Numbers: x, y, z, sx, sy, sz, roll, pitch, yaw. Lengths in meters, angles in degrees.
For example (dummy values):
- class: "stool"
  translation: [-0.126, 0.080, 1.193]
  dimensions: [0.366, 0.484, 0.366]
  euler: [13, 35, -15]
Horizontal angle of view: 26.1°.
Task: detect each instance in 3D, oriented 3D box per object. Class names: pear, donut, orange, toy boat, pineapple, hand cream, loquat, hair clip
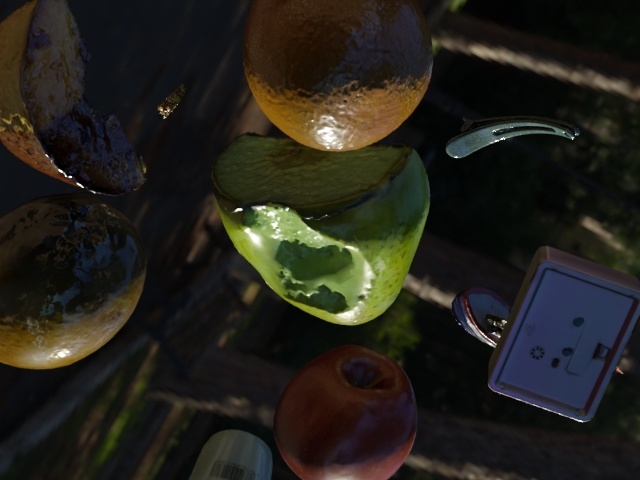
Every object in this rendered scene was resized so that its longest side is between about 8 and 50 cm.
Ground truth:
- class: "pear"
  translation: [0.000, 0.000, 1.750]
  dimensions: [0.159, 0.292, 0.292]
  euler: [-59, 178, -35]
- class: "donut"
  translation: [-0.343, -0.153, 1.733]
  dimensions: [0.151, 0.112, 0.295]
  euler: [-55, 132, -42]
- class: "orange"
  translation: [0.016, -0.189, 1.358]
  dimensions: [0.206, 0.206, 0.206]
  euler: [-61, 179, -2]
- class: "toy boat"
  translation: [0.362, 0.160, 2.260]
  dimensions: [0.072, 0.318, 0.219]
  euler: [-62, 151, -12]
- class: "pineapple"
  translation: [-0.215, -0.198, 1.986]
  dimensions: [0.045, 0.019, 0.083]
  euler: [-42, -168, 15]
- class: "hand cream"
  translation: [-0.101, 0.296, 1.270]
  dimensions: [0.320, 0.109, 0.067]
  euler: [-77, -168, -56]
- class: "loquat"
  translation: [-0.286, 0.043, 1.477]
  dimensions: [0.227, 0.179, 0.179]
  euler: [-26, -160, 33]
- class: "hair clip"
  translation: [0.277, -0.158, 1.961]
  dimensions: [0.230, 0.039, 0.070]
  euler: [-4, -134, 50]

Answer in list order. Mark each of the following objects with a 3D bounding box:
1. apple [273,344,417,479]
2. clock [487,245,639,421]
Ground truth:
- class: "apple"
  translation: [0.042, 0.278, 2.138]
  dimensions: [0.218, 0.218, 0.201]
  euler: [-60, 171, -54]
- class: "clock"
  translation: [0.318, 0.122, 1.795]
  dimensions: [0.063, 0.150, 0.197]
  euler: [-73, -177, -69]
